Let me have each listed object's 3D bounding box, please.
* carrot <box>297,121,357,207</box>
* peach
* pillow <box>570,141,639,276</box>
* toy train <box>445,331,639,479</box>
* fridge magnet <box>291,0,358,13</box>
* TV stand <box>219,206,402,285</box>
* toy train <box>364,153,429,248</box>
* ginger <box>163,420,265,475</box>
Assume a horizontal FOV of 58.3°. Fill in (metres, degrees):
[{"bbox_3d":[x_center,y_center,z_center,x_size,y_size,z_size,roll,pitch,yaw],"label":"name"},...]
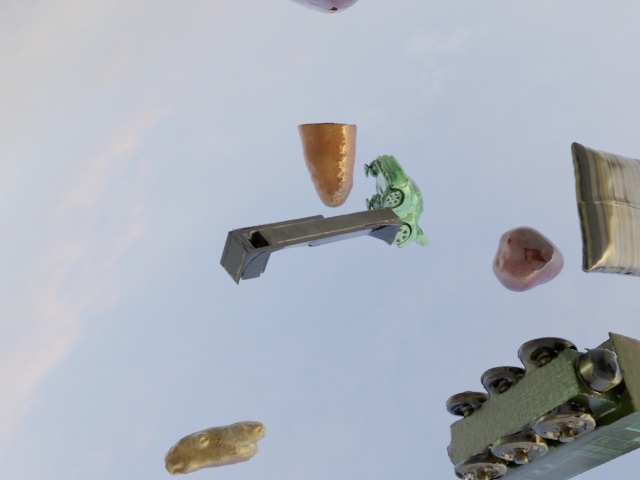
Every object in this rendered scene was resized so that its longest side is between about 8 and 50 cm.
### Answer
[{"bbox_3d":[0.027,-0.199,1.519,0.159,0.159,0.225,-3,-84,28],"label":"carrot"},{"bbox_3d":[0.460,0.046,1.264,0.151,0.152,0.152,-15,-129,19],"label":"peach"},{"bbox_3d":[0.481,-0.045,0.921,0.052,0.212,0.209,-18,-111,59],"label":"pillow"},{"bbox_3d":[0.215,0.168,0.534,0.226,0.137,0.090,122,-23,-47],"label":"toy train"},{"bbox_3d":[-0.087,-0.368,0.545,0.155,0.363,0.364,-48,-134,9],"label":"fridge magnet"},{"bbox_3d":[0.000,0.000,0.696,0.040,0.256,0.049,45,-52,31],"label":"TV stand"},{"bbox_3d":[0.117,-0.056,0.856,0.081,0.149,0.099,-13,-138,-6],"label":"toy train"},{"bbox_3d":[-0.197,0.406,1.129,0.205,0.115,0.081,-15,-105,2],"label":"ginger"}]
